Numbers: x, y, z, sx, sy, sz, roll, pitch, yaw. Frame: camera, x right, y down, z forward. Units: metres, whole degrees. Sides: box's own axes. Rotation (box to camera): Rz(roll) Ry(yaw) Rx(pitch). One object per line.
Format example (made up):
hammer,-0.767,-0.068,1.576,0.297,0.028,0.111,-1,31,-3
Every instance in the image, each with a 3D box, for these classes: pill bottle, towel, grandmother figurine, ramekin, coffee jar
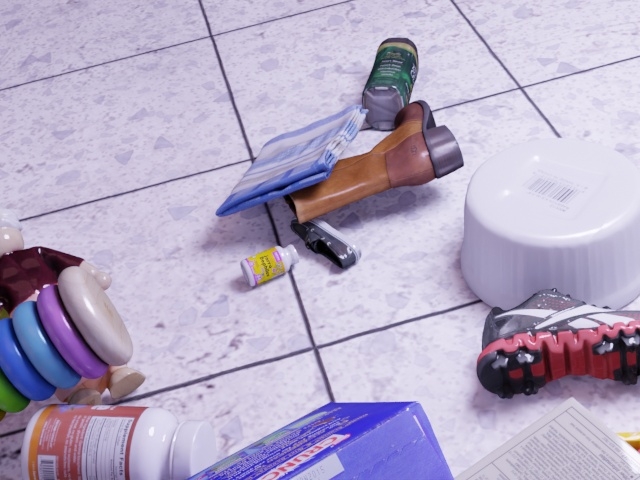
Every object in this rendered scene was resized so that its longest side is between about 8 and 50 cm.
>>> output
pill bottle,-0.076,0.035,1.589,0.083,0.043,0.043,-23,40,-13
pill bottle,-0.243,0.263,1.289,0.216,0.121,0.121,0,40,13
towel,-0.043,-0.133,1.699,0.209,0.034,0.285,-20,19,23
grandmother figurine,-0.396,0.088,1.456,0.208,0.104,0.342,-24,67,-34
ramekin,0.332,-0.026,1.488,0.277,0.135,0.277,-7,39,5
coffee jar,0.128,-0.286,1.891,0.079,0.096,0.184,3,41,13

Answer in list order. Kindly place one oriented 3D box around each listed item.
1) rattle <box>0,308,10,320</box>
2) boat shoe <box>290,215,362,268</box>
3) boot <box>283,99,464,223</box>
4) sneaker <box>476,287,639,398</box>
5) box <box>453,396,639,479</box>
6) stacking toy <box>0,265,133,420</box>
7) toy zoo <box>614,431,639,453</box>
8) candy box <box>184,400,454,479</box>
rattle,-0.478,0.120,1.600,0.130,0.142,0.200,-2,8,-43
boat shoe,0.000,0.000,1.610,0.142,0.049,0.040,28,53,36
boot,0.066,-0.121,1.705,0.280,0.096,0.264,-21,30,-1
sneaker,0.332,0.117,1.340,0.276,0.097,0.135,-8,41,7
box,0.191,0.317,1.081,0.311,0.121,0.148,-31,40,-12
stacking toy,-0.405,0.173,1.312,0.330,0.141,0.141,-32,41,-3
toy zoo,0.401,0.292,1.161,0.293,0.030,0.192,-4,40,9
candy box,-0.035,0.275,1.086,0.268,0.122,0.317,-26,-2,-16
